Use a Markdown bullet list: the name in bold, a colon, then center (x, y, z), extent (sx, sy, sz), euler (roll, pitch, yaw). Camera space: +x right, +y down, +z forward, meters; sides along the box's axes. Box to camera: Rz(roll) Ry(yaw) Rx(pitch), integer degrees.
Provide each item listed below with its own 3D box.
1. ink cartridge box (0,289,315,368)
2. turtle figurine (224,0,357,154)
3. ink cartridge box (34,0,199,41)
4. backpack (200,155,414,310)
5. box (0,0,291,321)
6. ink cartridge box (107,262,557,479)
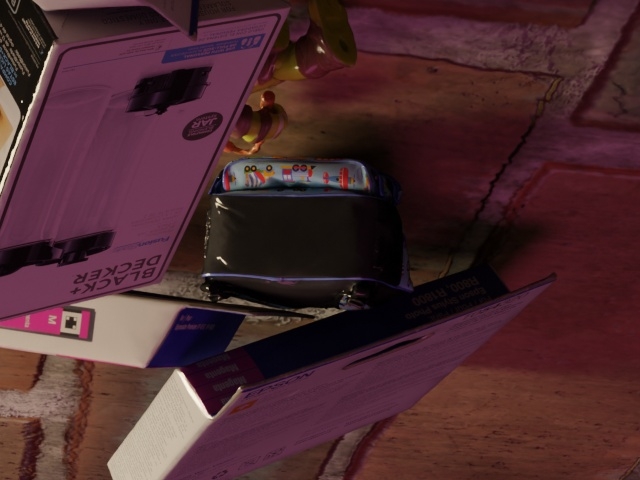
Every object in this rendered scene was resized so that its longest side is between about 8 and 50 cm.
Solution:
- **ink cartridge box**: center (-0.206, 0.063, 1.595), extent (0.370, 0.069, 0.176), euler (5, 178, 16)
- **turtle figurine**: center (-0.097, -0.116, 1.343), extent (0.269, 0.087, 0.217), euler (25, 145, -38)
- **ink cartridge box**: center (-0.176, -0.242, 1.011), extent (0.065, 0.165, 0.332), euler (-14, 148, 29)
- **backpack**: center (0.000, 0.000, 1.534), extent (0.158, 0.117, 0.173), euler (1, 175, 19)
- **box**: center (-0.149, -0.072, 1.219), extent (0.169, 0.087, 0.290), euler (-13, 150, -34)
- **ink cartridge box**: center (0.002, 0.116, 1.677), extent (0.324, 0.071, 0.330), euler (-18, 162, -29)
